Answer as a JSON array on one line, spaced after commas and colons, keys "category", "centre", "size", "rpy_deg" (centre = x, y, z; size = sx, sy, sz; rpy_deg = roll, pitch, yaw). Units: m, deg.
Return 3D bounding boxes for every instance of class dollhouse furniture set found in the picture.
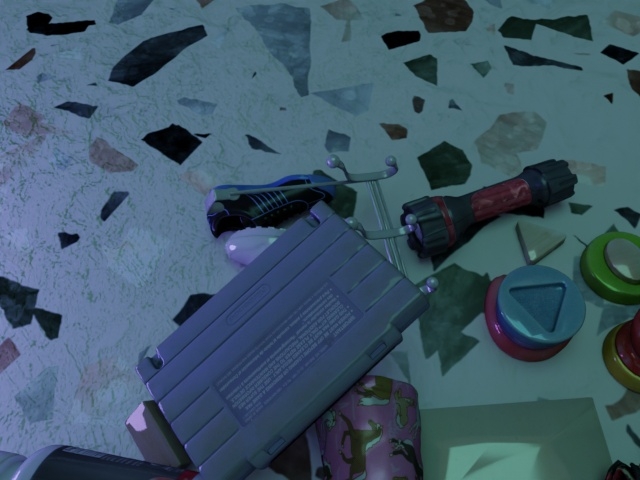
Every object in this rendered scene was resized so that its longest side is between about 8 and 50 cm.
[{"category": "dollhouse furniture set", "centre": [-0.173, 0.273, 0.964], "size": [0.151, 0.123, 0.144], "rpy_deg": [-48, 62, 14]}]

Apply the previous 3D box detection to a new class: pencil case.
[{"category": "pencil case", "centre": [0.061, 0.367, 0.811], "size": [0.160, 0.167, 0.386], "rpy_deg": [-15, 56, 20]}]

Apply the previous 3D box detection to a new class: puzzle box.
[{"category": "puzzle box", "centre": [0.271, 0.417, 0.840], "size": [0.272, 0.052, 0.408], "rpy_deg": [-3, 58, 0]}]

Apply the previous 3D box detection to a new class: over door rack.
[{"category": "over door rack", "centre": [0.000, 0.000, 0.997], "size": [0.324, 0.108, 0.239], "rpy_deg": [-11, 70, -9]}]

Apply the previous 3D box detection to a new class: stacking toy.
[{"category": "stacking toy", "centre": [0.428, 0.068, 1.010], "size": [0.309, 0.130, 0.279], "rpy_deg": [11, 59, 9]}]

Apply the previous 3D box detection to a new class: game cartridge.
[{"category": "game cartridge", "centre": [-0.054, 0.133, 0.860], "size": [0.355, 0.068, 0.230], "rpy_deg": [-42, 59, -5]}]

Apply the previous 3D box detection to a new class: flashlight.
[{"category": "flashlight", "centre": [0.294, -0.063, 1.114], "size": [0.304, 0.103, 0.103], "rpy_deg": [-19, 58, -8]}]

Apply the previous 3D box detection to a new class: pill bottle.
[{"category": "pill bottle", "centre": [-0.299, 0.362, 0.824], "size": [0.319, 0.176, 0.176], "rpy_deg": [8, 58, 8]}]

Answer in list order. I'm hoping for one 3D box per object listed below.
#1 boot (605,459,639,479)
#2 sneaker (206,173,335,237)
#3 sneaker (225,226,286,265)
[{"category": "boot", "centre": [0.471, 0.313, 0.842], "size": [0.179, 0.085, 0.236], "rpy_deg": [29, 62, -9]}, {"category": "sneaker", "centre": [-0.086, -0.055, 1.143], "size": [0.232, 0.081, 0.090], "rpy_deg": [-7, 60, 6]}, {"category": "sneaker", "centre": [-0.051, 0.042, 1.076], "size": [0.235, 0.090, 0.094], "rpy_deg": [8, 68, 9]}]
